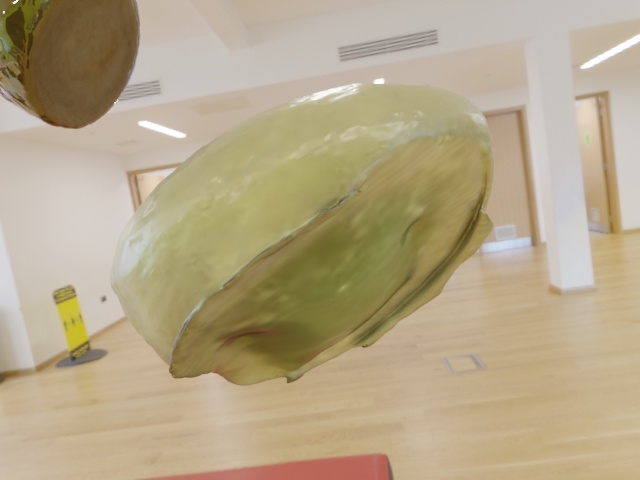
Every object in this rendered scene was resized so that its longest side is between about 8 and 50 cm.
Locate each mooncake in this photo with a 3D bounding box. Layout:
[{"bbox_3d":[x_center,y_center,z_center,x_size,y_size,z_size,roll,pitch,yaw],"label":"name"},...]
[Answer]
[{"bbox_3d":[-0.447,-0.347,0.766,0.156,0.284,0.284,28,10,5],"label":"mooncake"}]

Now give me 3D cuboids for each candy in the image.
[{"bbox_3d":[0.000,0.000,0.514,0.427,0.186,0.386,-35,-34,11],"label":"candy"}]
